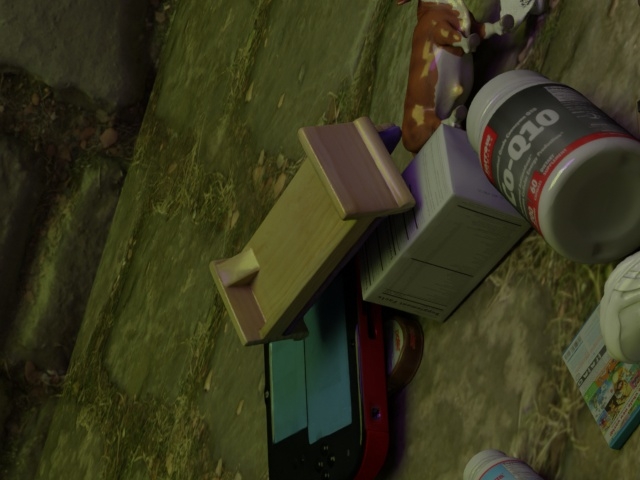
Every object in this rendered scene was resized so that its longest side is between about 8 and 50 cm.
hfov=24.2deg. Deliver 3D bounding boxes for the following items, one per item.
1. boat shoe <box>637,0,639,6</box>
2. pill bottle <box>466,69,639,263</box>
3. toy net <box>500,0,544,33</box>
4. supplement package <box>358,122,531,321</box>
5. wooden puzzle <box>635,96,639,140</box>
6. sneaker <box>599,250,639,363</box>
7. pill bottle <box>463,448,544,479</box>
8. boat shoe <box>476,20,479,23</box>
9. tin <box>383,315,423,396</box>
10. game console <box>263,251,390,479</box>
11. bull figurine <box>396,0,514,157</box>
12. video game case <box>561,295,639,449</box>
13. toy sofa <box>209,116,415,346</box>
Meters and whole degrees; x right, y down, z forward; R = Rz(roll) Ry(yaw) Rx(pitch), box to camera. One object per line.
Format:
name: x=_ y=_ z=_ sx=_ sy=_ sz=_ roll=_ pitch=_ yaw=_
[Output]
boat shoe: x=0.478 y=-0.302 z=1.687 sx=0.257 sy=0.095 sz=0.095 roll=-41 pitch=63 yaw=47
pill bottle: x=0.291 y=-0.100 z=1.837 sx=0.161 sy=0.161 sz=0.283 roll=-65 pitch=26 yaw=17
toy net: x=0.323 y=-0.398 z=2.105 sx=0.122 sy=0.045 sz=0.232 roll=26 pitch=101 yaw=52
supplement package: x=0.167 y=-0.020 z=2.066 sx=0.244 sy=0.139 sz=0.134 roll=-51 pitch=32 yaw=40
wooden puzzle: x=0.406 y=-0.159 z=1.810 sx=0.078 sy=0.014 sz=0.116 roll=-48 pitch=35 yaw=43
sneaker: x=0.390 y=0.045 z=1.625 sx=0.232 sy=0.090 sz=0.115 roll=-63 pitch=32 yaw=16
pill bottle: x=0.233 y=0.313 z=1.785 sx=0.087 sy=0.087 sz=0.160 roll=-69 pitch=25 yaw=10
boat shoe: x=0.189 y=-0.250 z=2.265 sx=0.072 sy=0.068 sz=0.190 roll=33 pitch=107 yaw=48
tin: x=0.089 y=0.183 z=2.228 sx=0.189 sy=0.040 sz=0.106 roll=-44 pitch=42 yaw=47
game console: x=-0.007 y=0.200 z=2.286 sx=0.342 sy=0.060 sz=0.386 roll=-32 pitch=55 yaw=54
bull figurine: x=0.185 y=-0.261 z=2.167 sx=0.188 sy=0.101 sz=0.310 roll=25 pitch=115 yaw=59
video game case: x=0.345 y=0.146 z=1.745 sx=0.119 sy=0.015 sz=0.166 roll=-59 pitch=28 yaw=26
toy sofa: x=0.001 y=-0.007 z=2.117 sx=0.362 sy=0.177 sz=0.150 roll=-53 pitch=55 yaw=45
